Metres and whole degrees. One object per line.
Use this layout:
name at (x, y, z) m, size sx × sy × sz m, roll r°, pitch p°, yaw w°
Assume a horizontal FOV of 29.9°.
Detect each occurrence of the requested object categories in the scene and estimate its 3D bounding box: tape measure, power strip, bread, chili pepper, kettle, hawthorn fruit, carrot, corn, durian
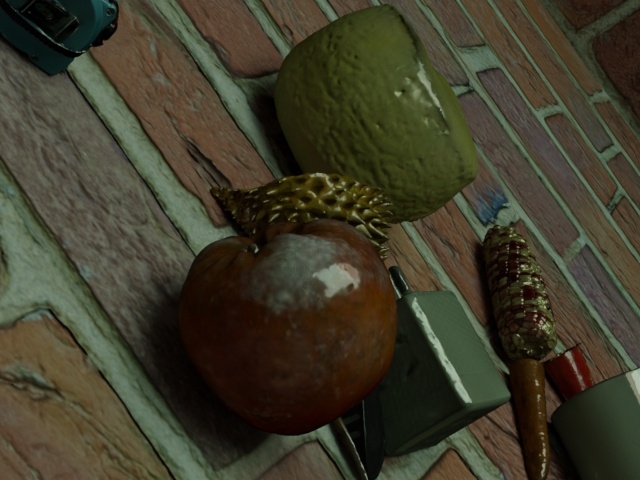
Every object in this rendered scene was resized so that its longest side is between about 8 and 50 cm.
tape measure at (-0.300, -0.266, 1.345) m, size 0.146 × 0.125 × 0.081 m, roll 39°, pitch 31°, yaw -29°
power strip at (0.115, 0.141, 1.529) m, size 0.139 × 0.140 × 0.224 m, roll 1°, pitch 56°, yaw -57°
bread at (0.079, -0.179, 1.761) m, size 0.320 × 0.237 × 0.320 m, roll 57°, pitch 17°, yaw -27°
chili pepper at (0.443, 0.263, 2.017) m, size 0.088 × 0.065 × 0.169 m, roll -21°, pitch 82°, yaw -47°
kettle at (0.518, 0.380, 1.855) m, size 0.318 × 0.205 × 0.265 m, roll 67°, pitch 7°, yaw 25°
hawthorn fruit at (-0.039, 0.093, 1.273) m, size 0.231 × 0.263 × 0.235 m, roll 7°, pitch 32°, yaw -13°
carrot at (0.322, 0.278, 1.808) m, size 0.057 × 0.057 × 0.224 m, roll 38°, pitch 34°, yaw -30°
corn at (0.326, 0.082, 1.998) m, size 0.098 × 0.098 × 0.290 m, roll 38°, pitch 28°, yaw -29°
durian at (0.012, 0.005, 1.565) m, size 0.260 × 0.153 × 0.187 m, roll -9°, pitch 90°, yaw -53°

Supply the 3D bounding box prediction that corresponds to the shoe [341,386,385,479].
shoe at (0.041, 0.198, 1.437) m, size 0.071 × 0.049 × 0.179 m, roll 18°, pitch 65°, yaw -65°
